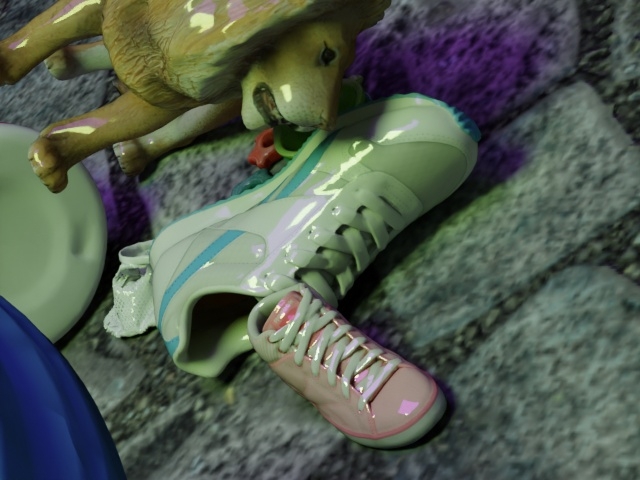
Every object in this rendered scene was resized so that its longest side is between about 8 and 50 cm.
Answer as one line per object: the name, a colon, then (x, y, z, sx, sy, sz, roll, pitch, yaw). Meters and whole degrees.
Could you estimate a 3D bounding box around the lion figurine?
lion figurine: (-0.069, -0.130, 1.120, 0.240, 0.142, 0.392, -27, 9, 7)

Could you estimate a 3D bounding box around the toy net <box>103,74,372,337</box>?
toy net: (-0.062, -0.029, 1.151, 0.232, 0.045, 0.122, -37, 33, 7)

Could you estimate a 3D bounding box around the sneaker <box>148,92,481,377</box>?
sneaker: (0.000, 0.000, 1.030, 0.229, 0.087, 0.092, -33, 42, 23)

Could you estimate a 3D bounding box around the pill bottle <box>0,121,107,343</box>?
pill bottle: (-0.286, -0.016, 1.256, 0.283, 0.160, 0.160, 13, 61, 52)

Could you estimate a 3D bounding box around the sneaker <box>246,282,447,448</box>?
sneaker: (0.007, 0.065, 0.950, 0.051, 0.070, 0.134, -48, 34, -14)

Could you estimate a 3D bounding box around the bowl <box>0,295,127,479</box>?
bowl: (-0.250, 0.163, 0.642, 0.391, 0.077, 0.391, -16, 52, 21)
